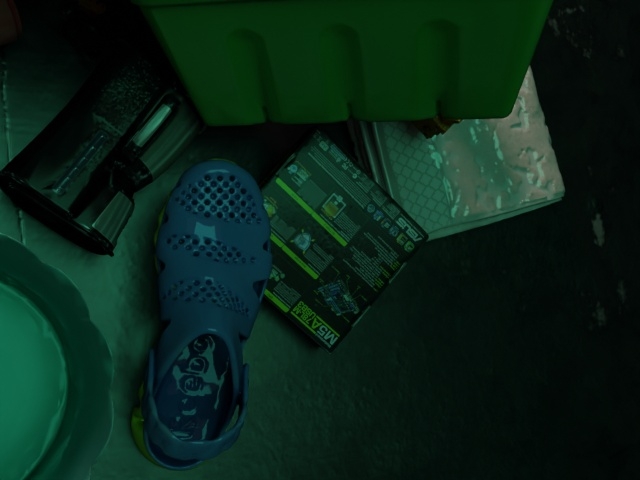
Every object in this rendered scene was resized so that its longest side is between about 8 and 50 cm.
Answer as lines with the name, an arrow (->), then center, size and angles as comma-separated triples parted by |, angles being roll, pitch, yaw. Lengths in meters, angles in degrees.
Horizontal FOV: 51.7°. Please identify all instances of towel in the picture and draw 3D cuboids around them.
towel -> 0.175, -0.178, 0.885 | 0.317, 0.053, 0.332 | -17, 93, -28

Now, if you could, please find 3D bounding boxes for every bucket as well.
bucket -> -0.314, 0.129, 0.521 | 0.281, 0.183, 0.281 | 4, 81, -27

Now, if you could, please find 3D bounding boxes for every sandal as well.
sandal -> -0.106, 0.078, 0.634 | 0.126, 0.138, 0.317 | 5, 89, -16

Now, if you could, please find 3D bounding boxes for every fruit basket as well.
fruit basket -> 0.023, -0.308, 0.571 | 0.392, 0.392, 0.283 | 36, 36, -19

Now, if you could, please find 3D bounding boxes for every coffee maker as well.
coffee maker -> -0.227, -0.099, 0.645 | 0.171, 0.120, 0.178 | 31, 68, 5

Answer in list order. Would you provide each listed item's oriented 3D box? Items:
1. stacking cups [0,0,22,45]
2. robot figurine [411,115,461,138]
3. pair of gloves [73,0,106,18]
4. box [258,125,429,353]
stacking cups -> -0.422, -0.156, 0.563 | 0.316, 0.096, 0.096 | -28, 97, -32
robot figurine -> 0.093, -0.277, 0.774 | 0.291, 0.085, 0.211 | 48, 71, -15
pair of gloves -> -0.255, -0.252, 0.663 | 0.083, 0.074, 0.010 | 27, 110, -22
box -> 0.000, 0.000, 0.753 | 0.190, 0.045, 0.184 | 42, 85, -17
